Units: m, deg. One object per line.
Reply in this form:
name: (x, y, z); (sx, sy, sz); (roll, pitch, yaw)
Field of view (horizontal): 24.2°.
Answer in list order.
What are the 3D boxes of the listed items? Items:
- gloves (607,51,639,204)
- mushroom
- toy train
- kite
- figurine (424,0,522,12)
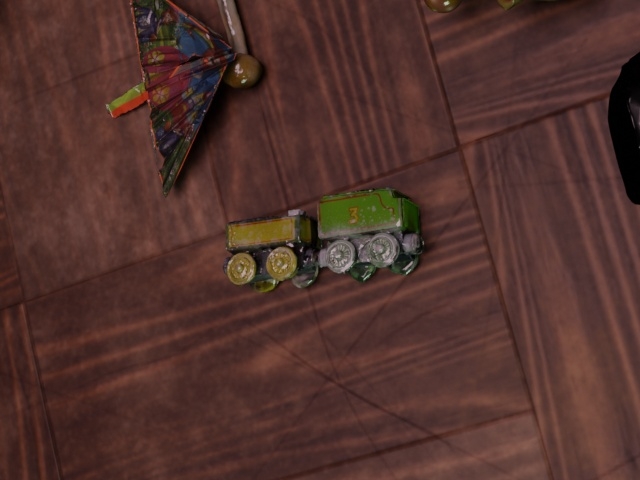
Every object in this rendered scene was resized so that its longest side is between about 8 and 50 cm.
gloves: (0.347, -0.121, 1.230); (0.203, 0.124, 0.164); (-15, 109, -2)
mushroom: (-0.141, -0.278, 1.503); (0.068, 0.043, 0.306); (-33, 71, -2)
toy train: (0.000, 0.000, 1.403); (0.202, 0.060, 0.081); (-8, 75, 23)
kite: (-0.152, -0.169, 1.489); (0.183, 0.014, 0.241); (-24, 76, 36)
figurine: (0.136, -0.320, 1.337); (0.194, 0.133, 0.274); (-35, 59, 6)
